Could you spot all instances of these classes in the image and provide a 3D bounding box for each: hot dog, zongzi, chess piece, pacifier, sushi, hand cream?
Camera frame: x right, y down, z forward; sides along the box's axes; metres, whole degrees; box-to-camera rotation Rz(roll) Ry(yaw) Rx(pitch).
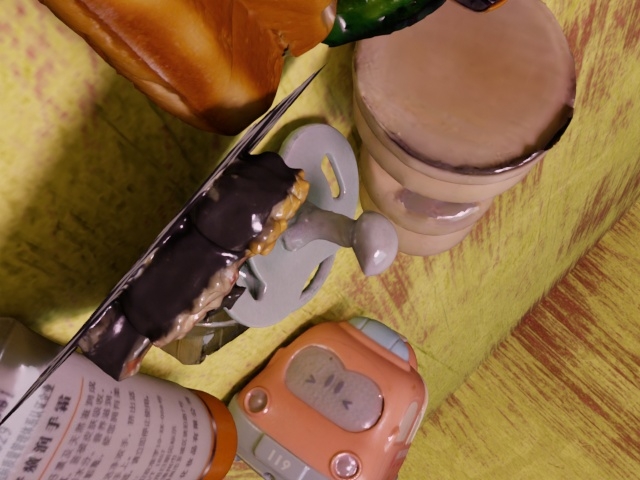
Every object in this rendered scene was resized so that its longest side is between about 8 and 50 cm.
[{"bbox_3d":[-0.052,-0.117,0.330,0.115,0.072,0.269,-44,163,-2],"label":"hot dog"},{"bbox_3d":[-0.066,0.022,0.658,0.104,0.052,0.113,-40,149,-45],"label":"zongzi"},{"bbox_3d":[0.082,-0.063,0.677,0.143,0.143,0.261,-41,167,-16],"label":"chess piece"},{"bbox_3d":[0.000,0.000,0.611,0.150,0.116,0.127,-48,139,-34],"label":"pacifier"},{"bbox_3d":[-0.061,0.014,0.494,0.215,0.050,0.192,-47,-175,21],"label":"sushi"},{"bbox_3d":[-0.157,0.139,0.622,0.140,0.089,0.314,-60,159,-5],"label":"hand cream"}]

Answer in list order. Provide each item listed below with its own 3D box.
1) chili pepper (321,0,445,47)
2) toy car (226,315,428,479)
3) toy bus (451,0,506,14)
[{"bbox_3d":[0.036,-0.188,0.398,0.122,0.065,0.279,-23,153,-6],"label":"chili pepper"},{"bbox_3d":[0.022,0.185,1.011,0.212,0.180,0.270,-57,163,-1],"label":"toy car"},{"bbox_3d":[0.109,-0.216,0.470,0.088,0.083,0.194,-29,156,-39],"label":"toy bus"}]
